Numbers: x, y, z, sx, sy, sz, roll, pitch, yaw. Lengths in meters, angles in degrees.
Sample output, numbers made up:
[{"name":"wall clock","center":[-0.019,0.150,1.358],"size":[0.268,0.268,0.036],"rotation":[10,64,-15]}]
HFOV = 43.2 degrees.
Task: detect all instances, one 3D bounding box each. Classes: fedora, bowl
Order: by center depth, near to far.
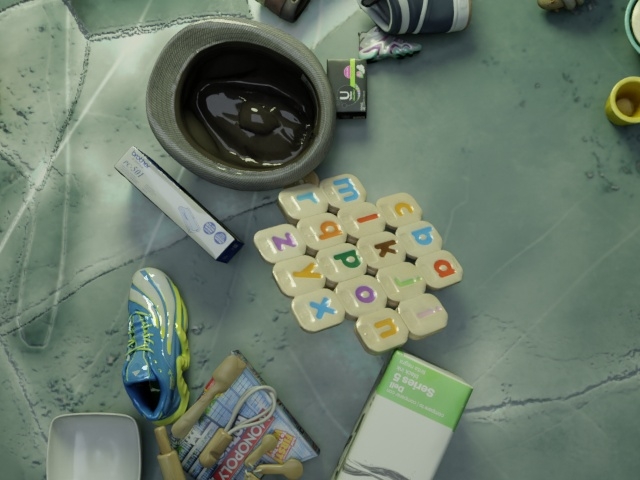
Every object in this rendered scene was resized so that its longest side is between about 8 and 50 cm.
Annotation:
[{"name":"fedora","center":[-0.113,-0.195,1.210],"size":[0.276,0.124,0.243],"rotation":[16,89,-4]},{"name":"bowl","center":[-0.334,0.328,1.217],"size":[0.142,0.053,0.142],"rotation":[0,84,4]}]

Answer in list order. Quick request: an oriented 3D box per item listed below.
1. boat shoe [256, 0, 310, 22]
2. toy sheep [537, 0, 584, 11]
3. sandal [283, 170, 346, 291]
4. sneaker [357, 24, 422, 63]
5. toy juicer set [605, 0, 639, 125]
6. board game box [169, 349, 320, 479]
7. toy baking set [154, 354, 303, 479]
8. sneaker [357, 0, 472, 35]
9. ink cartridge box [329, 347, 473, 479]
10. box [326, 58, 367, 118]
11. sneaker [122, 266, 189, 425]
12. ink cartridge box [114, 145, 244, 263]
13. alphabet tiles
[{"name":"boat shoe","center":[0.016,-0.457,1.241],"size":[0.092,0.103,0.285],"rotation":[43,93,1]},{"name":"toy sheep","center":[0.382,-0.400,1.219],"size":[0.132,0.091,0.091],"rotation":[-44,84,18]},{"name":"sandal","center":[-0.006,0.002,1.211],"size":[0.088,0.079,0.240],"rotation":[-17,85,2]},{"name":"sneaker","center":[0.105,-0.315,1.251],"size":[0.098,0.038,0.069],"rotation":[-6,86,2]},{"name":"toy juicer set","center":[0.554,-0.317,1.199],"size":[0.209,0.089,0.328],"rotation":[12,86,4]},{"name":"board game box","center":[-0.108,0.298,1.203],"size":[0.194,0.060,0.194],"rotation":[36,88,6]},{"name":"toy baking set","center":[-0.137,0.302,1.161],"size":[0.197,0.030,0.256],"rotation":[-20,93,-3]},{"name":"sneaker","center":[0.119,-0.442,1.215],"size":[0.153,0.099,0.282],"rotation":[-14,87,-14]},{"name":"ink cartridge box","center":[0.096,0.294,1.121],"size":[0.115,0.198,0.272],"rotation":[25,87,5]},{"name":"box","center":[0.041,-0.232,1.241],"size":[0.062,0.052,0.083],"rotation":[-1,87,3]},{"name":"sneaker","center":[-0.244,0.155,1.189],"size":[0.091,0.126,0.240],"rotation":[-12,85,2]},{"name":"ink cartridge box","center":[-0.210,-0.052,1.219],"size":[0.207,0.097,0.046],"rotation":[42,89,5]},{"name":"alphabet tiles","center":[0.057,0.027,1.152],"size":[0.278,0.021,0.284],"rotation":[-17,62,-29]}]
